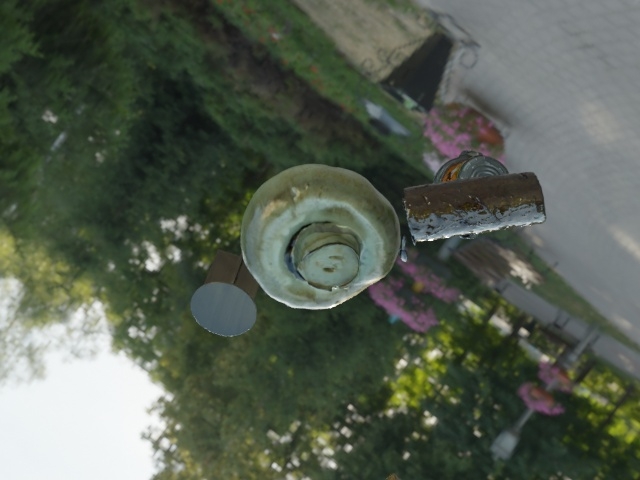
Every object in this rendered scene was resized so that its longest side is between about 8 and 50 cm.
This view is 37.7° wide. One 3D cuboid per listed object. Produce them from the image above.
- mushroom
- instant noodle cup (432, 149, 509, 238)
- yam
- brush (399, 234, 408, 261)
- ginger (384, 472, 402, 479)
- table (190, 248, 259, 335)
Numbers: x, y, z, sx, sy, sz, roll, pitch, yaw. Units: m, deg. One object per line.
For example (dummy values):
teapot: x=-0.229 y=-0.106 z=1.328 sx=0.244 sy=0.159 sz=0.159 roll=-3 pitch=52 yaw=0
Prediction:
mushroom: x=0.000 y=0.000 z=2.055 sx=0.352 sy=0.352 sz=0.260 roll=36 pitch=-159 yaw=-24
instant noodle cup: x=0.350 y=-0.117 z=2.103 sx=0.178 sy=0.208 sz=0.125 roll=-8 pitch=171 yaw=-12
yam: x=0.305 y=-0.070 z=1.896 sx=0.280 sy=0.131 sz=0.131 roll=-8 pitch=180 yaw=2
brush: x=0.173 y=0.017 z=1.952 sx=0.024 sy=0.008 sz=0.083 roll=37 pitch=151 yaw=28
ginger: x=0.157 y=0.553 z=2.003 sx=0.165 sy=0.067 sz=0.096 roll=89 pitch=173 yaw=-62
table: x=-0.223 y=0.108 z=2.394 sx=0.167 sy=0.167 sz=0.226 roll=36 pitch=-148 yaw=-15
